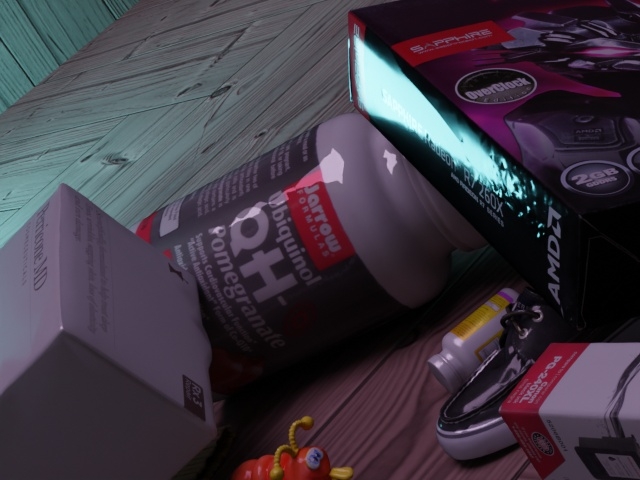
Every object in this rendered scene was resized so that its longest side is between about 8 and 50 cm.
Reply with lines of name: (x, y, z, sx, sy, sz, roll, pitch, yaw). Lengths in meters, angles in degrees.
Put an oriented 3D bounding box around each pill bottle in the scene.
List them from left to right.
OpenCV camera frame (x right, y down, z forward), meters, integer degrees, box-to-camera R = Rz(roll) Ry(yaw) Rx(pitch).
pill bottle: (0.000, 0.000, 1.359, 0.319, 0.176, 0.176, -27, 20, 20)
pill bottle: (0.120, 0.075, 1.187, 0.083, 0.043, 0.043, -37, 20, -11)

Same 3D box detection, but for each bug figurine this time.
bug figurine: (-0.096, 0.239, 1.103, 0.216, 0.072, 0.279, -22, 23, 32)

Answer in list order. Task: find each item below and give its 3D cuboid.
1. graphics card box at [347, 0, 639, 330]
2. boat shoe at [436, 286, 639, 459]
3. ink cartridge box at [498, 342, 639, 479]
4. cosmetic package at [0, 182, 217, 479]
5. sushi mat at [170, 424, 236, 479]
graphics card box: (0.191, -0.085, 1.128, 0.233, 0.094, 0.371, -13, 32, -16)
boat shoe: (0.165, 0.059, 1.106, 0.228, 0.076, 0.080, -34, 19, -3)
ink cartridge box: (0.189, 0.115, 0.882, 0.063, 0.109, 0.150, -44, 22, -29)
cosmetic package: (-0.263, 0.169, 1.237, 0.385, 0.156, 0.217, -46, 27, 16)
sushi mat: (-0.217, 0.234, 1.390, 0.317, 0.019, 0.151, -17, 25, 40)
